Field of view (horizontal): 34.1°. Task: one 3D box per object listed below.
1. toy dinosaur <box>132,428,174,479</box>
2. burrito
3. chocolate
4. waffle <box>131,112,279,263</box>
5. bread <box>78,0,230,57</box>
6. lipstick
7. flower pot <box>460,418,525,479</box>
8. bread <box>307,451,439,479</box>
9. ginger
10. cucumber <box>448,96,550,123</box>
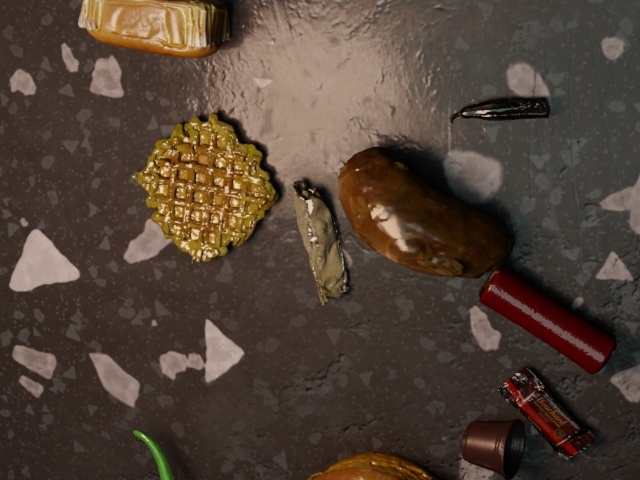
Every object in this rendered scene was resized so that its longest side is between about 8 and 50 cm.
[{"bbox_3d":[-0.352,0.634,2.136,0.374,0.144,0.500,-25,94,33],"label":"toy dinosaur"},{"bbox_3d":[-0.002,0.000,1.872,0.063,0.058,0.230,-11,99,24],"label":"burrito"},{"bbox_3d":[0.402,0.308,1.853,0.182,0.028,0.086,44,119,2],"label":"chocolate"},{"bbox_3d":[-0.210,-0.095,1.909,0.254,0.052,0.245,-40,90,21],"label":"waffle"},{"bbox_3d":[-0.285,-0.382,1.805,0.241,0.136,0.107,13,108,11],"label":"bread"},{"bbox_3d":[0.386,0.134,1.782,0.241,0.080,0.080,33,111,5],"label":"lipstick"},{"bbox_3d":[0.305,0.365,1.866,0.089,0.111,0.111,7,107,31],"label":"flower pot"},{"bbox_3d":[0.102,0.557,1.919,0.358,0.204,0.337,23,108,5],"label":"bread"},{"bbox_3d":[0.163,-0.024,1.762,0.321,0.172,0.165,34,151,2],"label":"ginger"},{"bbox_3d":[0.298,-0.214,1.736,0.163,0.043,0.039,0,147,19],"label":"cucumber"}]
